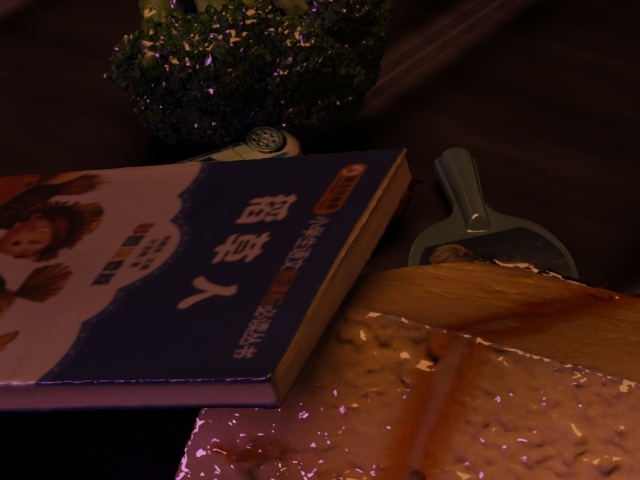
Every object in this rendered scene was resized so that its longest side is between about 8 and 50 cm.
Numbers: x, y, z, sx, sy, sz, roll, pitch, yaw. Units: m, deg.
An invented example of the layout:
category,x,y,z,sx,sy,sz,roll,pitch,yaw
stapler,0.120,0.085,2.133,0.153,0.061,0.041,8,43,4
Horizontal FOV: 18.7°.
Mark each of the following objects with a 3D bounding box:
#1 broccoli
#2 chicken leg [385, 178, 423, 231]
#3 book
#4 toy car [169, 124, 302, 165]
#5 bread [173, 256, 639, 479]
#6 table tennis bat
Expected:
category,x,y,z,sx,sy,sz,roll,pitch,yaw
broccoli,-0.062,-0.189,1.739,0.241,0.269,0.261,49,17,13
chicken leg,0.000,0.000,1.656,0.105,0.063,0.234,23,42,14
book,-0.171,0.030,1.438,0.428,0.039,0.300,-4,30,24
toy car,-0.103,-0.022,1.654,0.224,0.090,0.076,-21,48,-27
bread,0.150,0.146,1.502,0.345,0.242,0.405,21,12,26
table tennis bat,0.141,0.003,1.687,0.149,0.038,0.237,-5,43,-7
